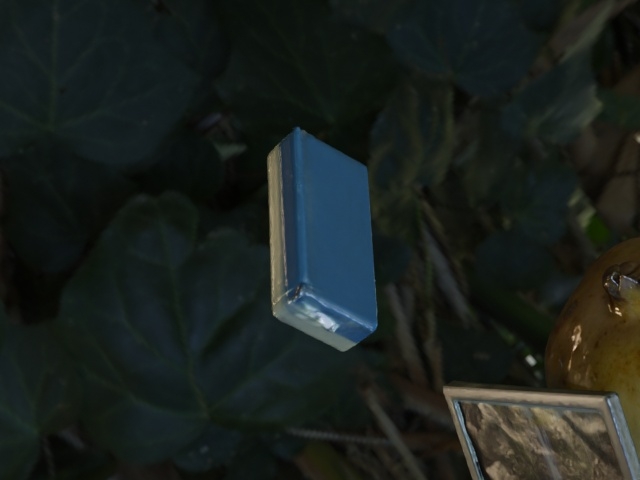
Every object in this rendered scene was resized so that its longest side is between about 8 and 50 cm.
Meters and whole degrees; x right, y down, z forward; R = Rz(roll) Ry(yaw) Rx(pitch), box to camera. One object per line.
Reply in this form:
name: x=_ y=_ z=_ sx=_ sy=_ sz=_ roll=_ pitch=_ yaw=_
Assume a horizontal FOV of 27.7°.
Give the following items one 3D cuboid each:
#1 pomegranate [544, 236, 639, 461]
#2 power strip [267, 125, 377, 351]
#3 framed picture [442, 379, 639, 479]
pomegranate: x=0.413 y=0.126 z=1.479 sx=0.342 sy=0.342 sz=0.342 roll=-32 pitch=156 yaw=-16
power strip: x=0.000 y=0.000 z=0.713 sx=0.056 sy=0.123 sz=0.032 roll=26 pitch=133 yaw=-31
framed picture: x=0.255 y=0.270 z=1.419 sx=0.020 sy=0.240 sz=0.324 roll=-20 pitch=-174 yaw=-24
